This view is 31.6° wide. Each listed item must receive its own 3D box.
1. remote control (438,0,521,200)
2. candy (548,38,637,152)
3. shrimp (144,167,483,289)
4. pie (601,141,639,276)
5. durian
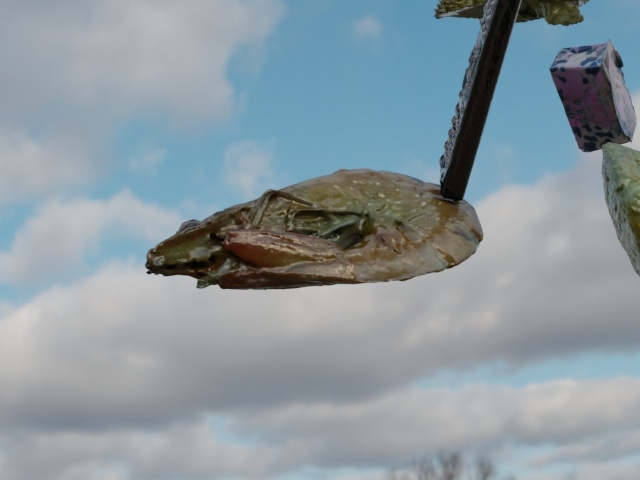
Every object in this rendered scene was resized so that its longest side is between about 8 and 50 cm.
[{"bbox_3d":[0.124,-0.145,0.817,0.025,0.063,0.245,15,-62,3],"label":"remote control"},{"bbox_3d":[0.413,-0.214,1.696,0.092,0.073,0.160,-5,-52,34],"label":"candy"},{"bbox_3d":[0.000,-0.001,0.822,0.267,0.145,0.061,-5,-58,-28],"label":"shrimp"},{"bbox_3d":[0.408,-0.028,1.393,0.090,0.201,0.248,-21,12,13],"label":"pie"},{"bbox_3d":[0.367,-0.444,2.018,0.306,0.172,0.166,-6,-46,-17],"label":"durian"}]
